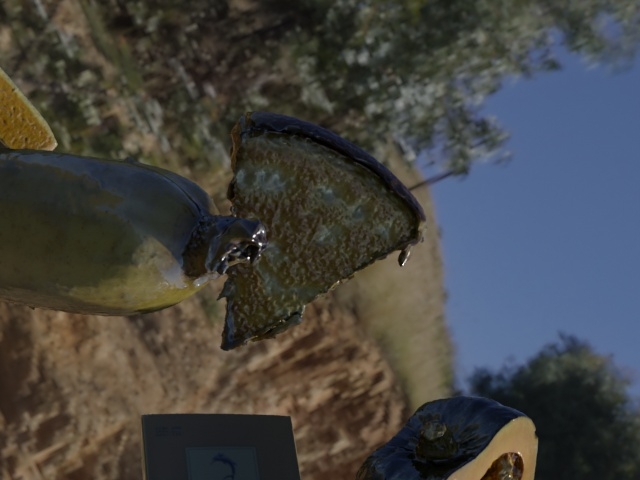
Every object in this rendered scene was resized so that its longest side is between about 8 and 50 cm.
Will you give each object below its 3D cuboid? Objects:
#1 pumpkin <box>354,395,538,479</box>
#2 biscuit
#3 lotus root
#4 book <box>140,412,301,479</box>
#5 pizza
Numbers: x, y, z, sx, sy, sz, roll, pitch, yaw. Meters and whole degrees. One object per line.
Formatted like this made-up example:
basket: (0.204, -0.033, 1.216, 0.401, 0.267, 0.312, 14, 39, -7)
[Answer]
pumpkin: (0.169, 0.328, 1.652, 0.139, 0.317, 0.221, 8, -58, 44)
biscuit: (-0.351, -0.160, 1.245, 0.188, 0.052, 0.056, 53, -11, -31)
lotus root: (-0.206, -0.003, 1.089, 0.169, 0.343, 0.151, -6, 104, -71)
book: (-0.149, 0.446, 1.929, 0.032, 0.269, 0.389, 111, -23, -45)
pizza: (0.000, 0.000, 1.434, 0.074, 0.251, 0.287, -106, -156, -77)
